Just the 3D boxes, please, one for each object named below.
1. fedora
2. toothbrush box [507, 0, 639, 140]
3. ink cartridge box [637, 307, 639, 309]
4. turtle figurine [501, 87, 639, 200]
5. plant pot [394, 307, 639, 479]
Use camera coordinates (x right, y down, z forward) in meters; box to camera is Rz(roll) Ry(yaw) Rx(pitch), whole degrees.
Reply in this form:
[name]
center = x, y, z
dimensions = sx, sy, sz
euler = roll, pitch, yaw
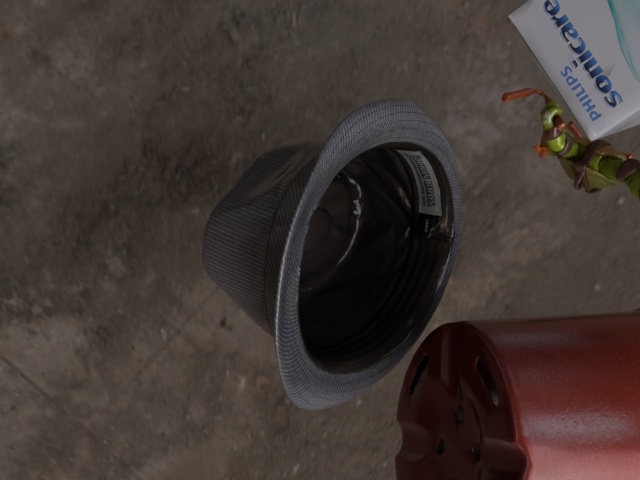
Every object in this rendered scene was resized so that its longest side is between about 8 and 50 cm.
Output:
[fedora]
center = 0.000, 0.000, 0.918
dimensions = 0.124, 0.244, 0.275
euler = 16, 25, 32
[toothbrush box]
center = 0.326, -0.214, 0.900
dimensions = 0.295, 0.216, 0.126
euler = -37, 81, 31
[ink cartridge box]
center = 0.455, 0.102, 1.467
dimensions = 0.307, 0.303, 0.072
euler = -13, 63, -53
[turtle figurine]
center = 0.337, -0.097, 1.398
dimensions = 0.217, 0.269, 0.087
euler = 29, 94, 39
[plant pot]
center = 0.219, 0.169, 0.940
dimensions = 0.265, 0.272, 0.272
euler = 5, 69, -22
